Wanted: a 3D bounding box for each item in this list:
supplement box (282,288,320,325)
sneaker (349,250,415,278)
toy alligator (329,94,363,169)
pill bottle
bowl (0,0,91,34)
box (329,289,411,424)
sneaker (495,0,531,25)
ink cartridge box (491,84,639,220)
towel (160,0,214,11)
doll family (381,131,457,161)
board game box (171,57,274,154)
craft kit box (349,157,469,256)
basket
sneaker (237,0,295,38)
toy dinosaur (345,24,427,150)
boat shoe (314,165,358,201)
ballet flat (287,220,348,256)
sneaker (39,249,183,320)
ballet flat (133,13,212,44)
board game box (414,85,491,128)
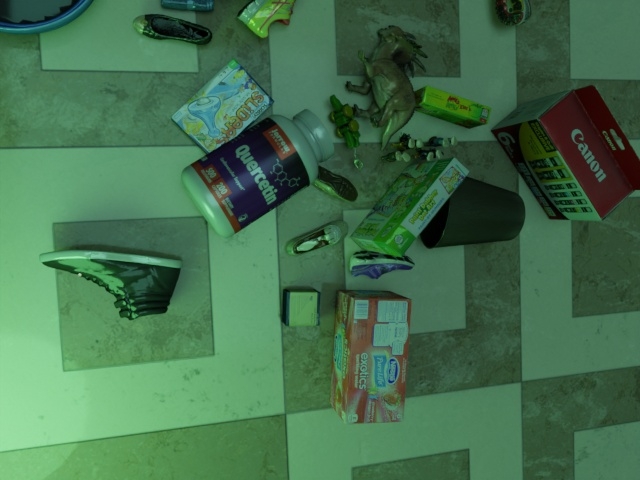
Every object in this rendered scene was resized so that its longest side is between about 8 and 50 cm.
[{"bbox_3d":[-0.047,0.162,1.351,0.083,0.056,0.083,1,93,-14],"label":"supplement box"},{"bbox_3d":[0.153,0.063,1.403,0.170,0.068,0.071,0,116,-13],"label":"sneaker"},{"bbox_3d":[0.075,-0.268,1.360,0.051,0.056,0.189,-32,102,-43],"label":"toy alligator"},{"bbox_3d":[-0.134,-0.159,1.246,0.323,0.181,0.181,-34,101,-10],"label":"pill bottle"},{"bbox_3d":[-0.639,-0.620,1.144,0.392,0.077,0.390,-1,94,-15],"label":"bowl"},{"bbox_3d":[0.119,0.276,1.356,0.154,0.142,0.299,2,93,-14],"label":"box"},{"bbox_3d":[0.480,-0.660,1.436,0.093,0.088,0.225,-17,92,-42],"label":"sneaker"},{"bbox_3d":[0.622,-0.207,1.390,0.130,0.272,0.309,-40,101,-9],"label":"ink cartridge box"},{"bbox_3d":[-0.302,-0.554,1.258,0.120,0.029,0.067,-1,92,-15],"label":"towel"},{"bbox_3d":[0.246,-0.229,1.380,0.193,0.111,0.075,1,95,-10],"label":"doll family"},{"bbox_3d":[-0.225,-0.301,1.289,0.136,0.035,0.201,45,82,-12],"label":"board game box"},{"bbox_3d":[0.198,-0.078,1.302,0.061,0.250,0.246,38,83,-14],"label":"craft kit box"},{"bbox_3d":[0.383,-0.073,1.404,0.227,0.154,0.204,4,90,-18],"label":"basket"},{"bbox_3d":[-0.091,-0.552,1.295,0.208,0.081,0.094,-42,113,-5],"label":"sneaker"},{"bbox_3d":[0.180,-0.375,1.350,0.201,0.127,0.295,-19,103,-20],"label":"toy dinosaur"},{"bbox_3d":[0.029,-0.138,1.359,0.135,0.045,0.050,34,77,-10],"label":"boat shoe"},{"bbox_3d":[0.000,0.000,1.356,0.168,0.052,0.057,-25,99,-12],"label":"ballet flat"},{"bbox_3d":[-0.459,0.098,1.215,0.296,0.104,0.146,7,86,-19],"label":"sneaker"},{"bbox_3d":[-0.329,-0.477,1.245,0.173,0.049,0.057,4,91,-15],"label":"ballet flat"},{"bbox_3d":[0.323,-0.333,1.399,0.182,0.092,0.043,15,90,-15],"label":"board game box"}]
